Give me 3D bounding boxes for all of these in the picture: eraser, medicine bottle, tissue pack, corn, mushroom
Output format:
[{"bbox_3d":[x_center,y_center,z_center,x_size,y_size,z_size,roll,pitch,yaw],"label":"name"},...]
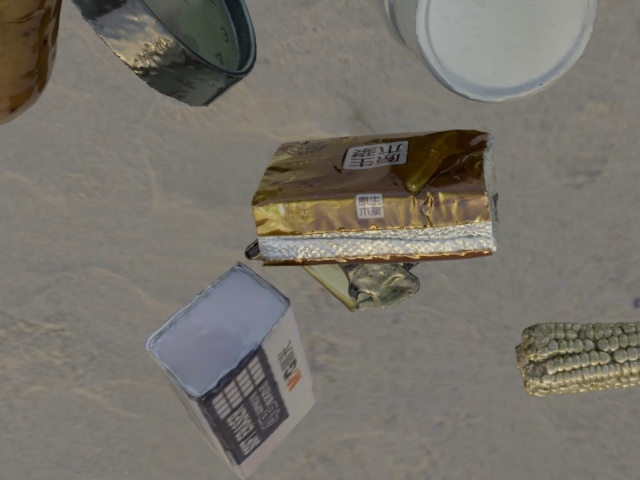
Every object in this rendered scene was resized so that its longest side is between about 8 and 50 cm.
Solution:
[{"bbox_3d":[-0.079,0.140,1.146,0.086,0.287,0.130,40,75,21],"label":"eraser"},{"bbox_3d":[0.153,-0.306,1.278,0.211,0.371,0.211,-5,118,-9],"label":"medicine bottle"},{"bbox_3d":[0.060,-0.042,1.118,0.226,0.183,0.092,-5,115,10],"label":"tissue pack"},{"bbox_3d":[0.324,0.125,1.275,0.210,0.087,0.087,-8,83,10],"label":"corn"},{"bbox_3d":[0.051,-0.023,1.586,0.212,0.292,0.217,-40,93,2],"label":"mushroom"}]

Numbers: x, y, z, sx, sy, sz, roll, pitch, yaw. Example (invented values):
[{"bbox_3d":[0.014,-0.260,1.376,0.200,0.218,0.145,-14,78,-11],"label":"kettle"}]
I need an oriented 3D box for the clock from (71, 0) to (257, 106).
[{"bbox_3d":[-0.163,-0.261,1.102,0.055,0.280,0.281,-30,80,21],"label":"clock"}]

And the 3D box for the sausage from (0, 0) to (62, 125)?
[{"bbox_3d":[-0.224,-0.263,0.673,0.136,0.501,0.123,-12,53,-15],"label":"sausage"}]

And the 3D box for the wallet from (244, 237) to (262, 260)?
[{"bbox_3d":[0.000,0.000,1.878,0.133,0.243,0.039,-29,69,33],"label":"wallet"}]
